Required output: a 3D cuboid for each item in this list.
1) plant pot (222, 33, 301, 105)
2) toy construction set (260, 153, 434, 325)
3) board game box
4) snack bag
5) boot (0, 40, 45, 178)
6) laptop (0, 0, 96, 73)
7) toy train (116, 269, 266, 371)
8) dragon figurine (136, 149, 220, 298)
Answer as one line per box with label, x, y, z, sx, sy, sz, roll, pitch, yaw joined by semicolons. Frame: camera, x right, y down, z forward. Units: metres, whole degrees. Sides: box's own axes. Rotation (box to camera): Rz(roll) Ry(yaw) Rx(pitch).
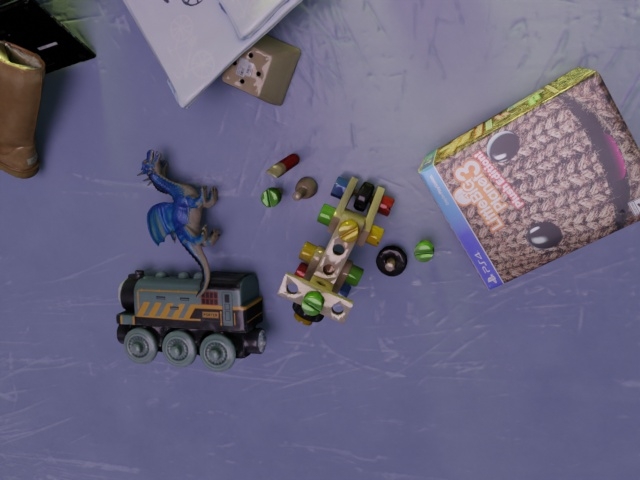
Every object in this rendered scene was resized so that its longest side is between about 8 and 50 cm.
plant pot;-0.112;-0.302;1.016;0.109;0.096;0.109;26;113;5
toy construction set;0.000;0.000;1.010;0.257;0.237;0.309;-38;95;23
board game box;0.345;-0.099;0.937;0.291;0.141;0.232;-30;98;22
snack bag;-0.195;-0.447;0.966;0.342;0.037;0.323;-36;76;21
boot;-0.652;-0.274;1.137;0.236;0.089;0.269;21;133;-6
laptop;-0.594;-0.439;1.077;0.234;0.264;0.136;-10;67;18
toy train;-0.270;0.156;1.199;0.334;0.142;0.190;2;96;16
dragon figurine;-0.281;-0.034;1.139;0.144;0.085;0.289;-3;93;13
